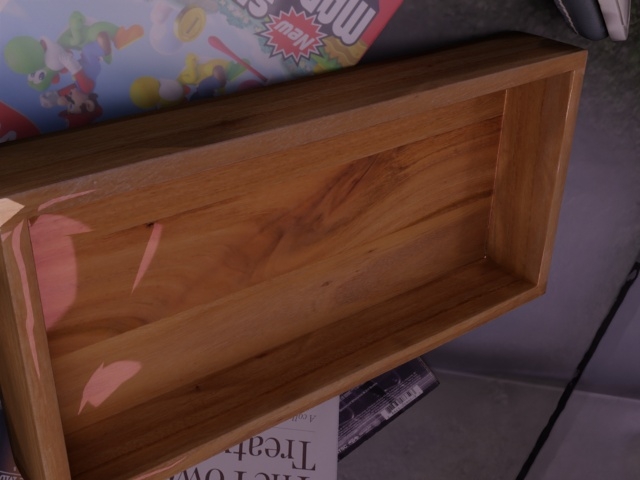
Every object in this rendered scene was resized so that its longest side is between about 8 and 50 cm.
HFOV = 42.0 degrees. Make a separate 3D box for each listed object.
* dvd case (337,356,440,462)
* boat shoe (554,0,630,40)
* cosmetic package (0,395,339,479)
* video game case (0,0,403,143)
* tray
[{"bbox_3d":[-0.018,0.103,0.692,0.164,0.018,0.221,-38,123,2],"label":"dvd case"},{"bbox_3d":[0.120,-0.251,0.535,0.099,0.116,0.319,-9,140,34],"label":"boat shoe"},{"bbox_3d":[-0.177,0.214,0.532,0.377,0.097,0.284,11,69,-21],"label":"cosmetic package"},{"bbox_3d":[-0.077,-0.132,0.504,0.204,0.025,0.285,33,97,-32],"label":"video game case"},{"bbox_3d":[0.000,0.000,0.539,0.411,0.076,0.202,-20,125,-33],"label":"tray"}]
